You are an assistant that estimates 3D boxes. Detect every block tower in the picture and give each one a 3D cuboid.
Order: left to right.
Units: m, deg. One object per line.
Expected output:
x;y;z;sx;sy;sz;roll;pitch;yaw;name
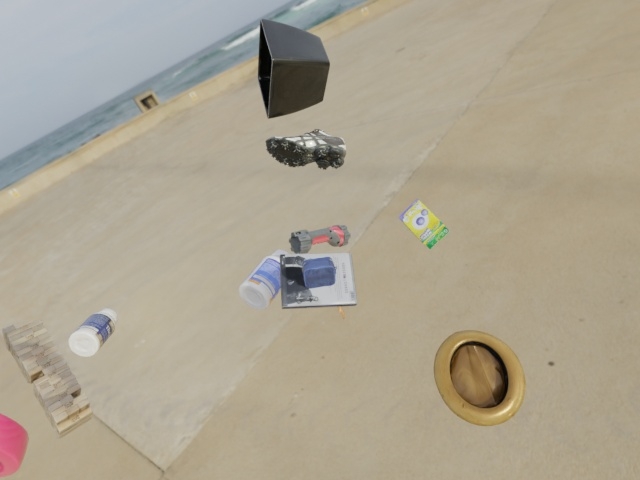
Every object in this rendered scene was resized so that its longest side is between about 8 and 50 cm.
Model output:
-0.769;0.376;1.167;0.097;0.335;0.091;-27;-21;-47;block tower

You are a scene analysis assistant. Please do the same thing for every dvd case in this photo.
-0.009;0.127;1.329;0.238;0.030;0.180;-1;65;-9;dvd case

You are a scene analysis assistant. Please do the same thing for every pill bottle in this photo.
-0.521;0.209;0.962;0.067;0.067;0.120;-24;18;8;pill bottle
-0.229;0.165;1.844;0.152;0.153;0.272;-6;32;36;pill bottle

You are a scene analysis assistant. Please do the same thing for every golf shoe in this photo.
-0.034;-0.229;1.014;0.197;0.077;0.094;11;50;4;golf shoe

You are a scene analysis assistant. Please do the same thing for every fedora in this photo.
0.331;0.292;0.882;0.194;0.079;0.195;-4;60;7;fedora

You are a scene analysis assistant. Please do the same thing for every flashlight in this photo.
0.000;0.000;1.780;0.303;0.103;0.103;-16;49;-46;flashlight

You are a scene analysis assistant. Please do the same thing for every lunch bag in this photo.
-0.001;0.084;1.141;0.098;0.067;0.065;-6;28;-5;lunch bag

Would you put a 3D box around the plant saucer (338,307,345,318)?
0.078;0.269;1.630;0.013;0.084;0.083;-25;28;0;plant saucer

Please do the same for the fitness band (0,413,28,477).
-0.530;0.252;0.524;0.208;0.291;0.054;-23;45;9;fitness band

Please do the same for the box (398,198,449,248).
0.388;-0.061;1.556;0.105;0.043;0.179;-46;56;12;box

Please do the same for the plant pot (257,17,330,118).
-0.075;-0.472;1.141;0.166;0.188;0.188;-7;58;-15;plant pot
